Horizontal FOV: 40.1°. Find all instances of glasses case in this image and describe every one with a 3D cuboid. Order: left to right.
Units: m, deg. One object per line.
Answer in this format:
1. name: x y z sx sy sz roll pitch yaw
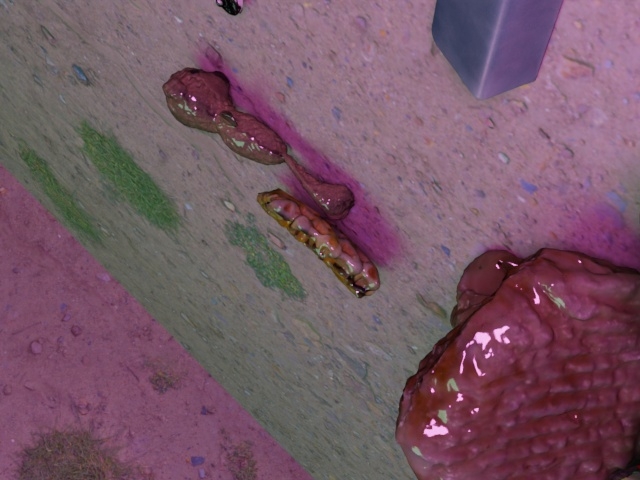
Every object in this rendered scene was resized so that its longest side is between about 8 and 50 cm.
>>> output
1. glasses case: 0.140 -0.222 0.679 0.105 0.056 0.266 36 156 18

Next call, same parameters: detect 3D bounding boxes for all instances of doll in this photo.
1. doll: -0.087 -0.135 1.175 0.286 0.091 0.202 43 -167 34

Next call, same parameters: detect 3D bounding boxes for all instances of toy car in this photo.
1. toy car: -0.116 -0.303 1.011 0.041 0.025 0.093 6 133 59

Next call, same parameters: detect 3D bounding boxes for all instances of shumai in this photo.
1. shumai: 0.184 0.120 0.932 0.262 0.314 0.267 36 145 62

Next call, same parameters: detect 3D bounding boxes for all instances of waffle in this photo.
1. waffle: 0.002 -0.002 1.225 0.204 0.054 0.223 44 179 -11

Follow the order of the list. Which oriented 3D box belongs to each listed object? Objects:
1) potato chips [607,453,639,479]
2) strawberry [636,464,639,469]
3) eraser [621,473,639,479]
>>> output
1. potato chips: 0.341 0.233 0.997 0.228 0.167 0.059 1 97 38
2. strawberry: 0.386 0.202 0.770 0.220 0.274 0.274 -116 2 -48
3. eraser: 0.432 0.334 1.116 0.158 0.069 0.226 53 156 -23
